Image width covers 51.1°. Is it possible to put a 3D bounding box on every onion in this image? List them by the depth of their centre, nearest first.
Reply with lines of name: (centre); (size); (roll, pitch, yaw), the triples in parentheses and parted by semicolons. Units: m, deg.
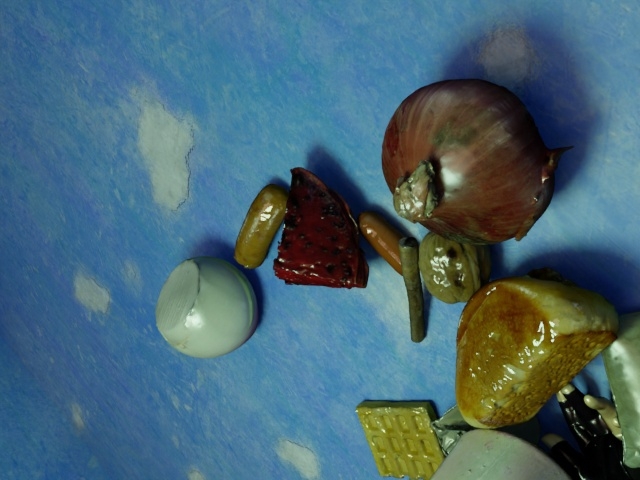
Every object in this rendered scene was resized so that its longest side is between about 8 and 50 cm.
onion: (0.288, -0.149, 1.284); (0.353, 0.353, 0.354); (17, 119, 33)

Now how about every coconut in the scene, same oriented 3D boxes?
coconut: (0.385, 0.554, 1.418); (0.297, 0.309, 0.297); (31, 139, 32)

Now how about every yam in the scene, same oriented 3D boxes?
yam: (0.218, 0.124, 1.559); (0.045, 0.045, 0.327); (-12, 131, 1)

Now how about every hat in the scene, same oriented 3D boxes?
hat: (0.398, 0.461, 1.615); (0.244, 0.149, 0.214); (-41, 85, 5)

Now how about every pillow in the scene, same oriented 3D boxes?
pillow: (0.639, 0.280, 1.270); (0.185, 0.075, 0.302); (-17, 77, 29)

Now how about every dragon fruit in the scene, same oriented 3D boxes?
dragon fruit: (0.010, 0.001, 1.695); (0.228, 0.286, 0.329); (6, 161, 1)

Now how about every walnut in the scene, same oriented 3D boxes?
walnut: (0.294, 0.053, 1.458); (0.155, 0.155, 0.184); (-6, 106, 41)

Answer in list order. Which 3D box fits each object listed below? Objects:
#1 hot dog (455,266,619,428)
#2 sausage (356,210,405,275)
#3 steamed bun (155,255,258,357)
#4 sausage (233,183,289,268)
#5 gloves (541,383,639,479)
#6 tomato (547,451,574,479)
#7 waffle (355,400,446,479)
hot dog: (0.410, 0.205, 1.385); (0.405, 0.185, 0.223); (-63, 36, 39)
sausage: (0.162, 0.005, 1.594); (0.197, 0.076, 0.076); (45, 131, 16)
steamed bun: (-0.306, 0.208, 1.965); (0.309, 0.309, 0.309); (17, 119, 33)
sausage: (-0.163, -0.039, 1.829); (0.109, 0.109, 0.270); (42, 128, 17)
gloves: (0.582, 0.428, 1.384); (0.197, 0.152, 0.301); (-33, 73, 10)
tomato: (0.561, 0.584, 1.509); (0.228, 0.101, 0.228); (2, 93, 49)
waffle: (0.227, 0.536, 1.794); (0.248, 0.055, 0.221); (-12, 101, 43)
